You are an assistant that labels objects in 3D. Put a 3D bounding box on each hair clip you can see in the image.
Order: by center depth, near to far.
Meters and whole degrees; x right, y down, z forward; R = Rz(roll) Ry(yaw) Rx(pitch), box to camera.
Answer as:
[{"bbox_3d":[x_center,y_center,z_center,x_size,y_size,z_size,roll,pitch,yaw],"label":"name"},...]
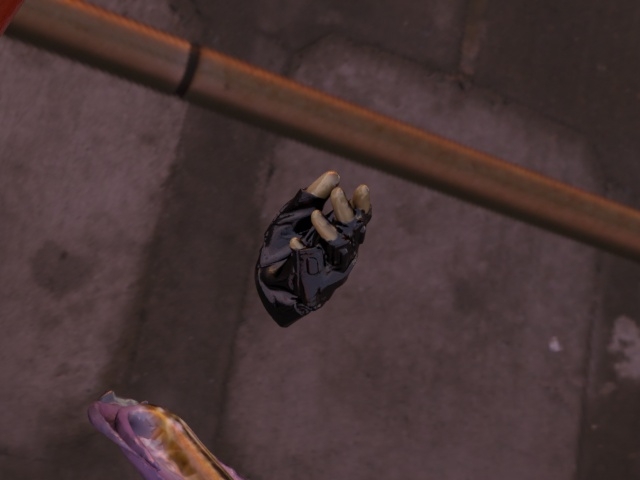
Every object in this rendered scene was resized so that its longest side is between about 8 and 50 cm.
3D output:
[{"bbox_3d":[0.009,0.180,0.622,0.110,0.359,0.095,-16,125,-43],"label":"hair clip"}]

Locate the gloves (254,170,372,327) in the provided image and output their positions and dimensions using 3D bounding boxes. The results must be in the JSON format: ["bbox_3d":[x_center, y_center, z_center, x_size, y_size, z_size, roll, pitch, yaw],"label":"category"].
[{"bbox_3d":[0.000,0.000,1.576,0.124,0.203,0.164,22,47,-40],"label":"gloves"}]

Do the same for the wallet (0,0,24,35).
[{"bbox_3d":[-0.161,-0.145,0.585,0.045,0.204,0.142,40,19,2],"label":"wallet"}]
